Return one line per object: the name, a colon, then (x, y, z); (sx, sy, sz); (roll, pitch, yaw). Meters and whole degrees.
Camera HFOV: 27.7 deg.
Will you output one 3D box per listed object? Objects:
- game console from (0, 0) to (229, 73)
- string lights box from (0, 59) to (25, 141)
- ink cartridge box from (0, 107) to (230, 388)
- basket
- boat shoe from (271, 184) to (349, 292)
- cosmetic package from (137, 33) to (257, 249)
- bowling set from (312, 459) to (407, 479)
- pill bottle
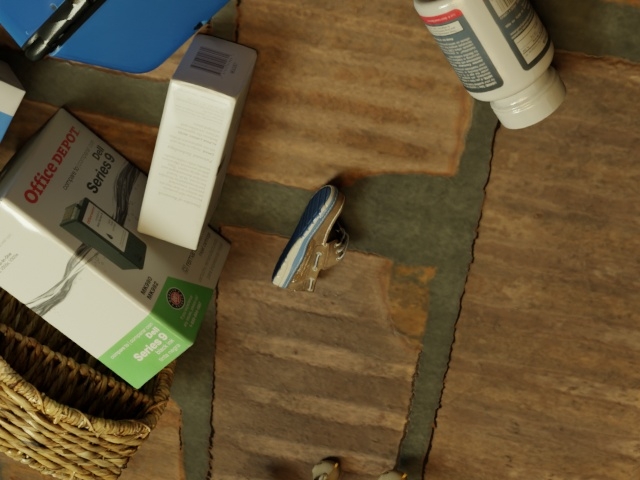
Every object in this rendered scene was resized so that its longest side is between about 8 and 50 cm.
game console: (-0.219, -0.333, 1.413); (0.293, 0.173, 0.250); (-37, 96, 31)
string lights box: (-0.452, -0.096, 1.551); (0.076, 0.133, 0.260); (23, 102, -29)
ink cartridge box: (-0.276, 0.008, 1.611); (0.289, 0.211, 0.121); (40, 125, -18)
basket: (-0.334, 0.151, 1.659); (0.299, 0.213, 0.223); (33, 99, -27)
boat shoe: (0.000, 0.000, 1.642); (0.066, 0.066, 0.183); (22, 138, -10)
cosmetic package: (-0.148, -0.116, 1.551); (0.085, 0.117, 0.231); (18, 129, 1)
bowling set: (-0.007, 0.390, 1.905); (0.200, 0.154, 0.287); (39, 129, 7)
pill bottle: (0.189, -0.214, 1.404); (0.108, 0.108, 0.180); (-22, 119, 26)
